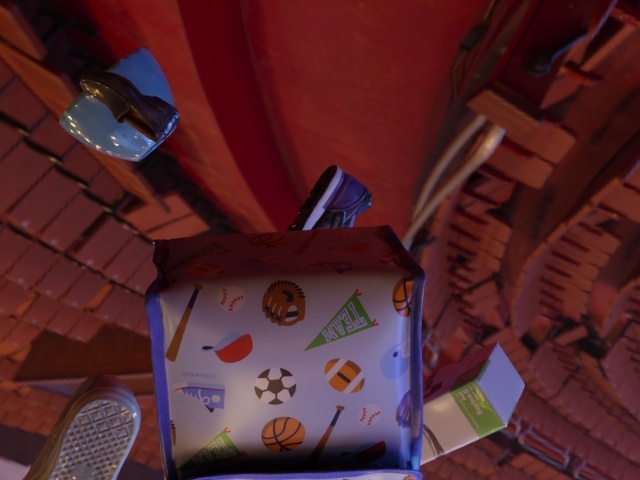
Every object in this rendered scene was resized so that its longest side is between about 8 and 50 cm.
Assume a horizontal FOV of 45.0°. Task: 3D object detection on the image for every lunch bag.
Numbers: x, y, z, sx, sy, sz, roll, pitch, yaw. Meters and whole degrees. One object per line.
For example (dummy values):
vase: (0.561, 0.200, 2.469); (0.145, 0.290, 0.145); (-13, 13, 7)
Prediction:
lunch bag: (-0.042, 0.198, 0.974); (0.327, 0.386, 0.239); (-2, -160, -6)

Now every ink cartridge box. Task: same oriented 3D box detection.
ink cartridge box: (0.259, 0.344, 1.587); (0.115, 0.272, 0.198); (57, -151, 1)

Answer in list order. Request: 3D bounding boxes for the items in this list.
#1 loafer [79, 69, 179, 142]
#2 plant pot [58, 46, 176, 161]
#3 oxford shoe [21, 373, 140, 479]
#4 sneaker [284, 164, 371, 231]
loafer: (-0.314, -0.218, 1.246); (0.170, 0.061, 0.062); (26, 149, -3)
plant pot: (-0.479, -0.314, 1.946); (0.195, 0.290, 0.290); (48, 166, -9)
oxford shoe: (-0.451, 0.422, 1.394); (0.169, 0.449, 0.130); (26, -163, -19)
sneaker: (0.000, 0.000, 1.541); (0.124, 0.283, 0.107); (32, -174, -16)
